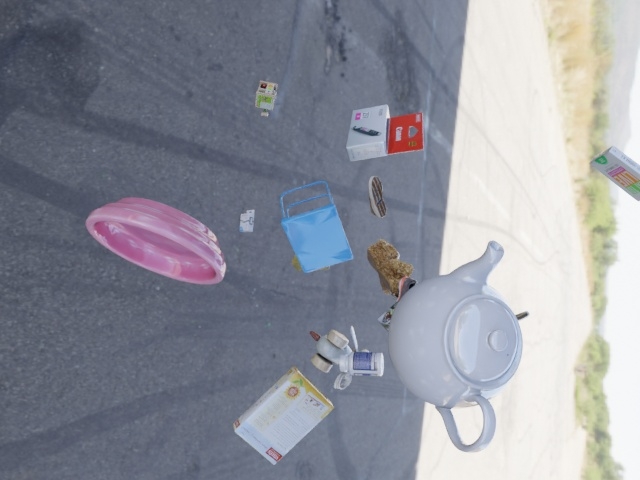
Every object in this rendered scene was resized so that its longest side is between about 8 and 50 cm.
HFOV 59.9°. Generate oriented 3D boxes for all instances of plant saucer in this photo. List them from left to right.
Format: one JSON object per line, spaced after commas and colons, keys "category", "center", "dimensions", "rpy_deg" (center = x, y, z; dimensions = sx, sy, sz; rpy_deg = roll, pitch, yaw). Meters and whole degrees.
{"category": "plant saucer", "center": [-0.371, -0.002, 1.300], "dimensions": [0.332, 0.332, 0.084], "rpy_deg": [52, 50, -52]}

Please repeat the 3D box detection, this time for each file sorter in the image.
{"category": "file sorter", "center": [-0.010, -0.032, 1.249], "dimensions": [0.104, 0.118, 0.170], "rpy_deg": [-101, 172, -45]}

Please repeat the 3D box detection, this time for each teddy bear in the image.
{"category": "teddy bear", "center": [0.301, 0.150, 2.143], "dimensions": [0.338, 0.113, 0.245], "rpy_deg": [-123, -165, -44]}

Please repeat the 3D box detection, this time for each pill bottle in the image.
{"category": "pill bottle", "center": [0.118, 0.353, 1.592], "dimensions": [0.067, 0.120, 0.067], "rpy_deg": [-1, 90, -76]}

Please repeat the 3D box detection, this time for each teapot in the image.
{"category": "teapot", "center": [0.249, 0.176, 0.947], "dimensions": [0.252, 0.187, 0.256], "rpy_deg": [-37, 96, -20]}

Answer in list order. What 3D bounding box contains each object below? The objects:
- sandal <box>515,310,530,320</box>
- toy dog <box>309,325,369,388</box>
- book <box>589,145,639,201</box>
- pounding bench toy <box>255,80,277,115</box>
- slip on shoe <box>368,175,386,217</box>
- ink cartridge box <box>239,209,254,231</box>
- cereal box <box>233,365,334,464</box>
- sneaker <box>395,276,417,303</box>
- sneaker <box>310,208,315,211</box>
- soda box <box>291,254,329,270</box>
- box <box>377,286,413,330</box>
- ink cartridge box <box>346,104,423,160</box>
{"category": "sandal", "center": [0.351, 0.159, 1.166], "dimensions": [0.072, 0.180, 0.049], "rpy_deg": [87, -4, -75]}
{"category": "toy dog", "center": [0.064, 0.432, 2.219], "dimensions": [0.220, 0.161, 0.334], "rpy_deg": [-42, 143, -9]}
{"category": "book", "center": [0.701, -0.154, 1.269], "dimensions": [0.035, 0.144, 0.096], "rpy_deg": [-50, 173, -4]}
{"category": "pounding bench toy", "center": [-0.158, -0.411, 1.612], "dimensions": [0.083, 0.052, 0.065], "rpy_deg": [103, -3, -51]}
{"category": "slip on shoe", "center": [0.157, -0.128, 1.618], "dimensions": [0.051, 0.041, 0.135], "rpy_deg": [-43, 130, -27]}
{"category": "ink cartridge box", "center": [-0.274, -0.075, 2.073], "dimensions": [0.028, 0.048, 0.083], "rpy_deg": [11, 80, -46]}
{"category": "cereal box", "center": [-0.104, 0.498, 1.580], "dimensions": [0.240, 0.047, 0.173], "rpy_deg": [-42, 112, -3]}
{"category": "sneaker", "center": [0.284, 0.197, 1.792], "dimensions": [0.061, 0.065, 0.158], "rpy_deg": [-1, 92, -38]}
{"category": "sneaker", "center": [0.000, 0.000, 2.143], "dimensions": [0.227, 0.130, 0.087], "rpy_deg": [50, 8, 14]}
{"category": "soda box", "center": [-0.040, 0.093, 2.481], "dimensions": [0.058, 0.181, 0.061], "rpy_deg": [53, 48, -34]}
{"category": "box", "center": [0.277, 0.234, 1.625], "dimensions": [0.159, 0.233, 0.044], "rpy_deg": [-42, 111, -3]}
{"category": "ink cartridge box", "center": [0.217, -0.369, 1.843], "dimensions": [0.275, 0.238, 0.060], "rpy_deg": [-78, 156, -51]}
